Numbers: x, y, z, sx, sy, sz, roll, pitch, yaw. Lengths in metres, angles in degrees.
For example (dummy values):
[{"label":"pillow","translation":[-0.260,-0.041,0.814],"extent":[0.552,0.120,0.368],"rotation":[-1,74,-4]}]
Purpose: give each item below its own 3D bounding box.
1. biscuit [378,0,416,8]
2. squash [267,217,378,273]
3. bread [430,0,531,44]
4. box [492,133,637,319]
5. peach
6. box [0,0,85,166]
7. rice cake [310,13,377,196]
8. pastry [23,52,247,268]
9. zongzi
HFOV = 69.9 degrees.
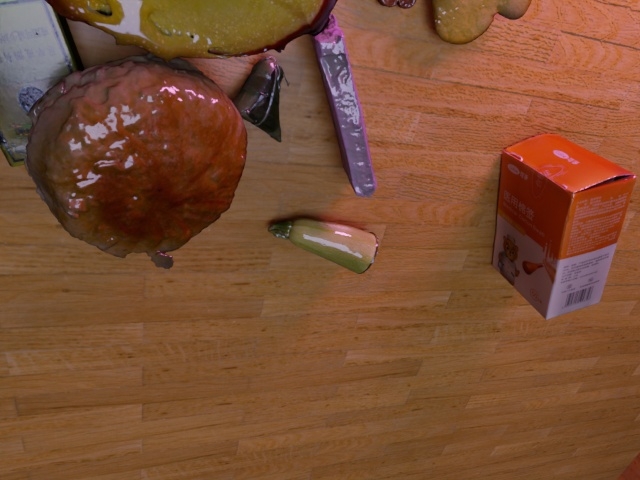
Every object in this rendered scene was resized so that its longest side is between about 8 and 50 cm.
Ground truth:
[{"label":"biscuit","translation":[0.127,-0.459,0.711],"extent":[0.124,0.026,0.175],"rotation":[-3,122,-17]},{"label":"squash","translation":[0.000,0.000,0.937],"extent":[0.224,0.094,0.094],"rotation":[15,115,-20]},{"label":"bread","translation":[0.269,-0.412,0.778],"extent":[0.187,0.065,0.149],"rotation":[-3,133,-22]},{"label":"box","translation":[0.511,-0.032,1.007],"extent":[0.143,0.225,0.341],"rotation":[-15,126,-9]},{"label":"peach","translation":[-0.156,-0.374,0.563],"extent":[0.361,0.201,0.258],"rotation":[-13,153,0]},{"label":"box","translation":[-0.407,-0.226,0.644],"extent":[0.140,0.064,0.220],"rotation":[-15,127,-13]},{"label":"rice cake","translation":[0.042,-0.218,0.788],"extent":[0.050,0.106,0.298],"rotation":[-16,126,2]},{"label":"pastry","translation":[-0.259,-0.113,0.675],"extent":[0.329,0.136,0.330],"rotation":[-29,147,-21]},{"label":"zongzi","translation":[-0.080,-0.237,0.772],"extent":[0.119,0.055,0.109],"rotation":[24,99,-51]}]
